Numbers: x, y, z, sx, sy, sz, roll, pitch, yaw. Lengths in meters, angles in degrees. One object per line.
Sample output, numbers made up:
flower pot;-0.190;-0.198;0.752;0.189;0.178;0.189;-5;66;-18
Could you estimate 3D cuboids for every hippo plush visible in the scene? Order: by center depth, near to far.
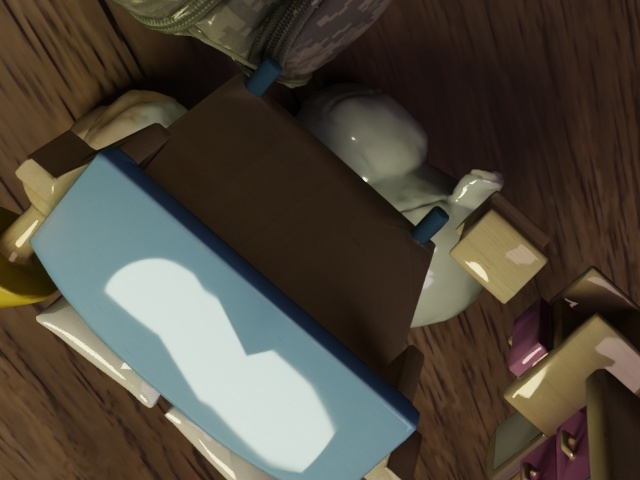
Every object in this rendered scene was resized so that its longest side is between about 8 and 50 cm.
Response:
hippo plush;0.000;0.000;0.662;0.236;0.294;0.234;-28;157;-16

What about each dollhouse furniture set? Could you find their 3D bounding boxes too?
dollhouse furniture set;-0.011;0.063;0.516;0.303;0.286;0.198;41;114;-7

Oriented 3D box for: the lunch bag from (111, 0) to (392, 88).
lunch bag;0.004;-0.234;0.525;0.305;0.212;0.256;-44;151;13
